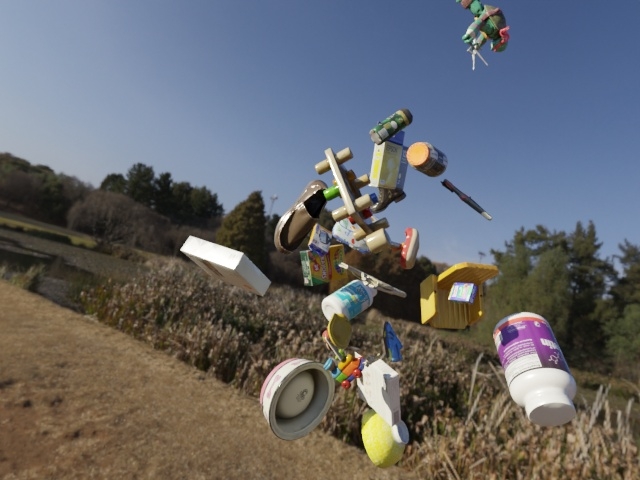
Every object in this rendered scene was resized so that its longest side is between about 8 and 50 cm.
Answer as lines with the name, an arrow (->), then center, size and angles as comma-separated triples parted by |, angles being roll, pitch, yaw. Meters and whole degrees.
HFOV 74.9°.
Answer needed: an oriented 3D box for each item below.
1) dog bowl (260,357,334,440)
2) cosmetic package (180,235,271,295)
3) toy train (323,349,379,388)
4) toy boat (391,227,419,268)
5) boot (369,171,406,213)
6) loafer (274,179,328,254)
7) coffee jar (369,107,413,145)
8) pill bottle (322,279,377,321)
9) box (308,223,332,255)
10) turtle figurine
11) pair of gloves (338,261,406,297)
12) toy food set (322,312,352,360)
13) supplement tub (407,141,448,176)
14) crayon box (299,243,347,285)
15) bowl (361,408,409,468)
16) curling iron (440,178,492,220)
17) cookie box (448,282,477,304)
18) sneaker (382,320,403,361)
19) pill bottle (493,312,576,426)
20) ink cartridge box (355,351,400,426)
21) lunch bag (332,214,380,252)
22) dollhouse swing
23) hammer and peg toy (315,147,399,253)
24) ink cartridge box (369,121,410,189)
dog bowl -> -0.127, 0.784, 2.126 | 0.408, 0.407, 0.150 | 19, -2, -41
cosmetic package -> -0.465, 0.127, 2.067 | 0.377, 0.097, 0.284 | 15, -23, 33
toy train -> 0.130, 0.523, 1.827 | 0.143, 0.248, 0.105 | 35, 29, -2
toy boat -> 0.455, 0.036, 2.289 | 0.151, 0.231, 0.151 | 12, -28, 21
boot -> 0.333, -0.292, 2.331 | 0.229, 0.263, 0.091 | 55, 13, -25
loafer -> -0.078, -0.104, 1.811 | 0.134, 0.365, 0.130 | 29, -1, -21
coffee jar -> 0.308, -0.494, 1.808 | 0.079, 0.184, 0.096 | 55, -7, -4
pill bottle -> 0.145, 0.280, 1.969 | 0.264, 0.146, 0.146 | -28, 21, -34
box -> 0.000, 0.000, 1.683 | 0.081, 0.136, 0.028 | 31, -50, -14
turtle figurine -> 0.417, -0.555, 1.088 | 0.118, 0.234, 0.175 | -27, -8, 25
pair of gloves -> 0.198, 0.161, 1.653 | 0.204, 0.042, 0.240 | 26, 0, -38
toy food set -> 0.056, 0.395, 1.741 | 0.071, 0.218, 0.128 | -32, -77, 31
supplement tub -> 0.436, -0.332, 1.713 | 0.117, 0.117, 0.190 | 10, 1, 36
crayon box -> 0.043, 0.136, 2.445 | 0.319, 0.202, 0.081 | -11, 3, -37
bowl -> 0.355, 0.991, 2.135 | 0.156, 0.289, 0.289 | -30, -29, 27
curling iron -> 0.618, -0.178, 1.769 | 0.274, 0.035, 0.068 | 46, 21, 30
cookie box -> 0.663, 0.246, 1.947 | 0.040, 0.091, 0.107 | 37, -23, -31
sneaker -> 0.355, 0.494, 2.043 | 0.082, 0.209, 0.069 | 1, -39, -6
pill bottle -> 0.665, 0.393, 1.299 | 0.182, 0.181, 0.323 | 15, 37, -5
ink cartridge box -> 0.281, 0.715, 2.054 | 0.066, 0.296, 0.261 | -19, 26, -27
lunch bag -> 0.206, -0.057, 2.223 | 0.243, 0.115, 0.303 | 29, 34, 5
dollhouse swing -> 0.774, 0.306, 2.249 | 0.347, 0.315, 0.305 | 8, -17, -24
hammer and peg toy -> 0.121, -0.092, 1.324 | 0.127, 0.361, 0.266 | -26, -27, 15
ink cartridge box -> 0.359, -0.414, 2.101 | 0.072, 0.307, 0.304 | 17, 13, 34
